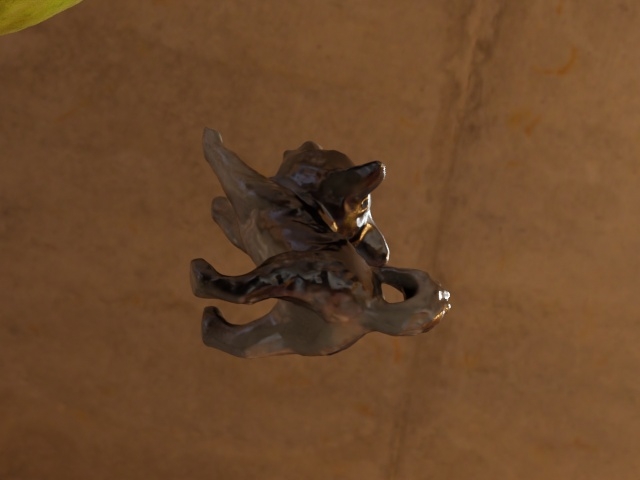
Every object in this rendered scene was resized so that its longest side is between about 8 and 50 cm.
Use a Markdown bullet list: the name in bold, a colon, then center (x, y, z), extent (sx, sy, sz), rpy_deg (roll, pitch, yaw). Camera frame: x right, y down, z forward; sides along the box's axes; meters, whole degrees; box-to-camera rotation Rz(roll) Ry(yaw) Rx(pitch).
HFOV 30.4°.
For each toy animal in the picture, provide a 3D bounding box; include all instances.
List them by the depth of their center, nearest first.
- **toy animal**: center (0.000, 0.000, 1.465), extent (0.302, 0.344, 0.194), rpy_deg (0, -46, -1)

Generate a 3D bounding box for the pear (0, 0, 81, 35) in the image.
- **pear**: center (-0.220, -0.258, 0.552), extent (0.391, 0.391, 0.391), rpy_deg (7, -45, 7)
